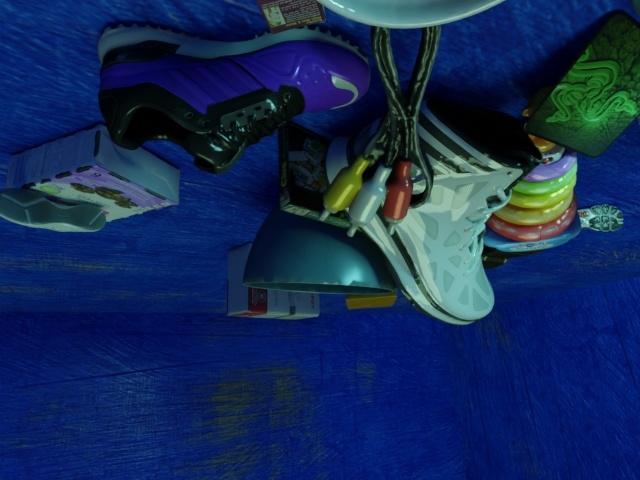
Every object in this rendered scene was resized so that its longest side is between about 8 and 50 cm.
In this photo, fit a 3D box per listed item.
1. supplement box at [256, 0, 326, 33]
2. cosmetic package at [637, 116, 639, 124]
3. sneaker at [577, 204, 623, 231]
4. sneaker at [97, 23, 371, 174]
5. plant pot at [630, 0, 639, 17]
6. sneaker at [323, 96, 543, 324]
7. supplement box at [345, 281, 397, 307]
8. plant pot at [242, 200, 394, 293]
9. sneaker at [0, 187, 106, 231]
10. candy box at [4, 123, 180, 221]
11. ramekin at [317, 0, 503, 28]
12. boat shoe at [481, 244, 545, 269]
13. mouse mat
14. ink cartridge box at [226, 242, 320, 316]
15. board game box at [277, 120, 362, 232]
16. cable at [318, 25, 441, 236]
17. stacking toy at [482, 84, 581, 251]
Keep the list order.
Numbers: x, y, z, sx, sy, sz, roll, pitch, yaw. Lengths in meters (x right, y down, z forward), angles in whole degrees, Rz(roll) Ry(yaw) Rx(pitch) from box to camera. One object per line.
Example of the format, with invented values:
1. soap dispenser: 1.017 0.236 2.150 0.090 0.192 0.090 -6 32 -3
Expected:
1. supplement box: -0.032 -0.228 0.349 0.055 0.043 0.083 -8 162 12
2. cosmetic package: 0.618 -0.026 0.577 0.217 0.384 0.156 12 156 -36
3. sneaker: 0.690 -0.057 1.064 0.170 0.068 0.071 1 179 13
4. sneaker: -0.088 -0.141 0.446 0.294 0.146 0.102 -2 163 -5
5. plant pot: 0.432 -0.197 0.299 0.293 0.196 0.293 -4 163 -1
6. sneaker: 0.230 -0.021 0.633 0.258 0.169 0.447 -19 127 40
7. supplement box: 0.128 0.076 1.110 0.129 0.194 0.191 -5 163 4
8. plant pot: 0.000 0.000 0.806 0.291 0.195 0.290 3 170 0
9. sneaker: -0.421 -0.037 0.627 0.061 0.053 0.152 -14 159 38
10. candy box: -0.360 -0.095 0.659 0.196 0.070 0.165 -10 162 21
11. ramekin: 0.065 -0.239 0.226 0.207 0.108 0.207 -3 162 -1
12. boat shoe: 0.497 -0.007 1.094 0.111 0.104 0.307 11 161 -15
13. mouse mat: 0.365 -0.184 0.522 0.190 0.007 0.152 7 130 -29
14. ink cartridge box: -0.137 0.132 1.231 0.114 0.196 0.273 -18 158 41
15. board game box: 0.038 -0.087 0.667 0.030 0.136 0.260 -21 155 40
16. cable: 0.090 -0.114 0.459 0.140 0.072 0.287 10 138 -5
17. stacking toy: 0.346 -0.122 0.656 0.175 0.165 0.301 -7 148 12
